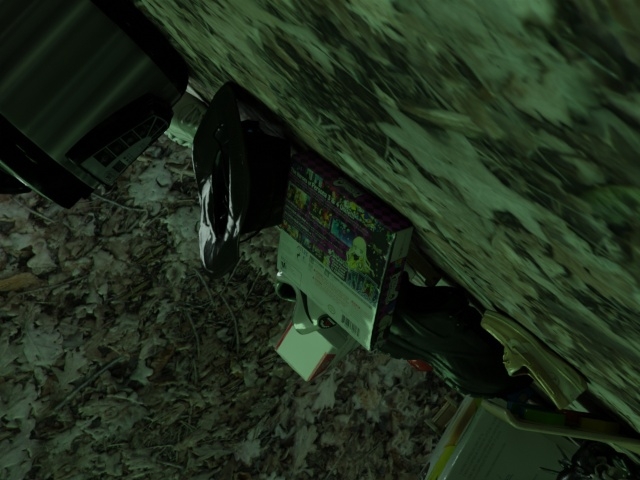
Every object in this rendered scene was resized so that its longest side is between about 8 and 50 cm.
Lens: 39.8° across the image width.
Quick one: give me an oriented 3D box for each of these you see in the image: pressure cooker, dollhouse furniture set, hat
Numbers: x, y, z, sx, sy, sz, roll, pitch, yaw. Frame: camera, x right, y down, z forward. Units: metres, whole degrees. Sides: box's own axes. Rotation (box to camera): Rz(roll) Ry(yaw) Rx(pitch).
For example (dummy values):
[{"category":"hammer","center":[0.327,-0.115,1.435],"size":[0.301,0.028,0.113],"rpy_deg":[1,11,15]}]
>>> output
[{"category":"pressure cooker","center":[-0.494,-0.260,1.591],"size":[0.370,0.420,0.375],"rpy_deg":[46,174,-36]},{"category":"dollhouse furniture set","center":[0.368,0.415,2.096],"size":[0.129,0.183,0.129],"rpy_deg":[40,175,33]},{"category":"hat","center":[-0.111,-0.094,1.420],"size":[0.134,0.331,0.331],"rpy_deg":[-2,-166,-21]}]

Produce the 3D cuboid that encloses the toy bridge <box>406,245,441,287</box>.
[{"category":"toy bridge","center":[0.108,0.002,1.361],"size":[0.188,0.026,0.063],"rpy_deg":[42,173,13]}]

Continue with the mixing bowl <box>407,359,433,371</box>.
[{"category":"mixing bowl","center":[0.262,0.283,2.355],"size":[0.181,0.098,0.181],"rpy_deg":[43,176,4]}]

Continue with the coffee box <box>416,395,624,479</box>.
[{"category":"coffee box","center":[0.371,0.520,1.725],"size":[0.338,0.337,0.334],"rpy_deg":[31,175,5]}]

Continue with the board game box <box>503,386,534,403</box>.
[{"category":"board game box","center":[0.321,0.249,1.768],"size":[0.160,0.047,0.210],"rpy_deg":[42,175,-7]}]

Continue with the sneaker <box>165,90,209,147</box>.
[{"category":"sneaker","center":[-0.222,-0.220,1.790],"size":[0.292,0.110,0.118],"rpy_deg":[39,164,-2]}]

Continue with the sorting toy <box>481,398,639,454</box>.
[{"category":"sorting toy","center":[0.350,0.262,1.281],"size":[0.208,0.038,0.193],"rpy_deg":[13,175,1]}]

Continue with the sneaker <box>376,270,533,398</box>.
[{"category":"sneaker","center":[0.202,0.141,1.324],"size":[0.286,0.130,0.109],"rpy_deg":[22,-146,-8]}]

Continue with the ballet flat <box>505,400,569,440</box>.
[{"category":"ballet flat","center":[0.482,0.401,1.962],"size":[0.173,0.049,0.057],"rpy_deg":[36,146,19]}]

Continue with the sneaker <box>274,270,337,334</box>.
[{"category":"sneaker","center":[-0.022,0.026,1.506],"size":[0.122,0.146,0.330],"rpy_deg":[50,-163,-33]}]

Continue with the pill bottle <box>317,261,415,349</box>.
[{"category":"pill bottle","center":[0.065,0.095,1.553],"size":[0.108,0.193,0.108],"rpy_deg":[42,176,3]}]

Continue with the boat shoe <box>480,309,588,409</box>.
[{"category":"boat shoe","center":[0.273,0.158,1.183],"size":[0.170,0.059,0.063],"rpy_deg":[40,175,33]}]

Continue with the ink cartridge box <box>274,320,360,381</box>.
[{"category":"ink cartridge box","center":[0.044,0.149,1.746],"size":[0.100,0.172,0.237],"rpy_deg":[43,-143,16]}]

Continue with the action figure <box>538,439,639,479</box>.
[{"category":"action figure","center":[0.442,0.389,1.337],"size":[0.141,0.164,0.276],"rpy_deg":[48,170,-10]}]

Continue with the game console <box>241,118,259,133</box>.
[{"category":"game console","center":[-0.140,-0.175,1.592],"size":[0.122,0.107,0.071],"rpy_deg":[-167,58,-81]}]

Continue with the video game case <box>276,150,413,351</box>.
[{"category":"video game case","center":[0.027,0.013,1.285],"size":[0.232,0.042,0.210],"rpy_deg":[39,134,38]}]
